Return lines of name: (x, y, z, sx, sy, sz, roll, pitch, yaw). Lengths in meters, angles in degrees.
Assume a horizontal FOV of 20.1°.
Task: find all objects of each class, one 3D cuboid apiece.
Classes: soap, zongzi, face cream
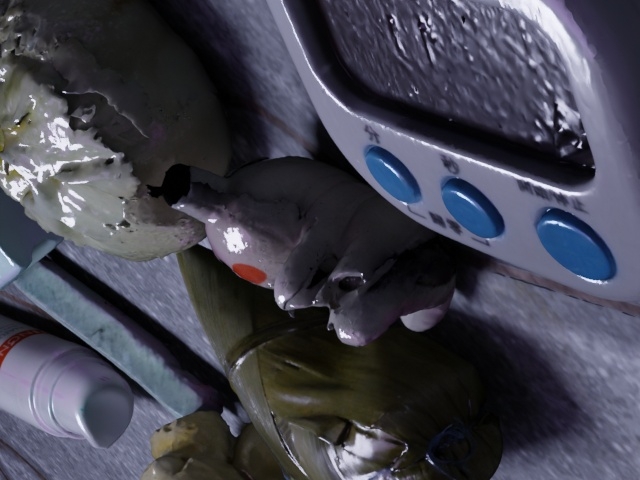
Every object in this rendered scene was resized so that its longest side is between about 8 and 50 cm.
soap: (-0.375, 0.007, 1.771, 0.230, 0.091, 0.145, -35, 96, 40)
zongzi: (0.001, 0.081, 1.291, 0.274, 0.125, 0.251, 55, 158, 1)
face cream: (-0.311, 0.148, 1.974, 0.345, 0.102, 0.102, 12, 137, 54)

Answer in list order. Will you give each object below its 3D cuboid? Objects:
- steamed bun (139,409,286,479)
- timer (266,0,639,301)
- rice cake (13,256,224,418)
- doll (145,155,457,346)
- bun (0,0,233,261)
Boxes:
steamed bun: (-0.066, 0.225, 1.647, 0.192, 0.106, 0.177, 22, 163, 14)
timer: (0.086, -0.090, 0.908, 0.262, 0.087, 0.237, 24, 147, 45)
rice cake: (-0.195, 0.096, 1.755, 0.290, 0.051, 0.081, 34, 170, 35)
doll: (0.000, 0.000, 1.177, 0.192, 0.149, 0.095, 25, 106, 31)
bun: (-0.170, -0.082, 1.308, 0.239, 0.141, 0.239, 40, 153, 25)
